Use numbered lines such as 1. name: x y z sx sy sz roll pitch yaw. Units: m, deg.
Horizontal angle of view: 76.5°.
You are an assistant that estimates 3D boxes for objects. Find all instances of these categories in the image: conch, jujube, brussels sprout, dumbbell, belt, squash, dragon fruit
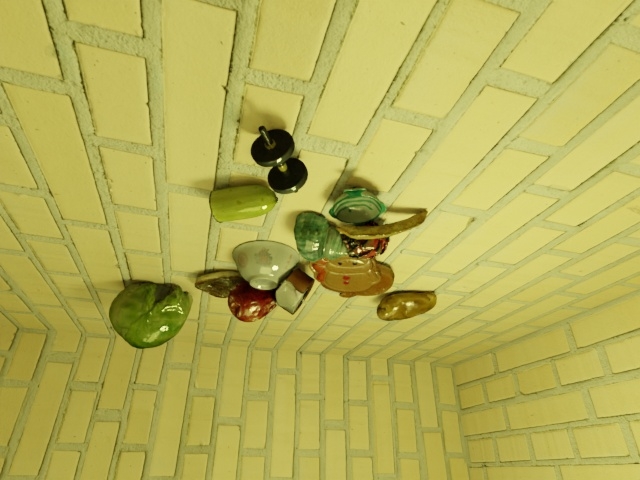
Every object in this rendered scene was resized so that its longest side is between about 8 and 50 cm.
1. conch: 0.000 0.000 1.773 0.277 0.195 0.220 30 118 0
2. jujube: -0.342 0.308 2.182 0.223 0.223 0.318 -30 175 41
3. brussels sprout: -0.975 0.442 2.337 0.426 0.360 0.342 2 148 -3
4. dumbbell: -0.132 -0.257 1.338 0.143 0.143 0.325 -8 149 13
5. belt: -0.135 0.265 2.103 0.122 0.217 0.338 34 159 8
6. squash: -0.285 -0.149 1.548 0.247 0.132 0.132 -9 149 12
7. dragon fruit: 0.200 -0.003 1.746 0.189 0.182 0.182 11 148 -15

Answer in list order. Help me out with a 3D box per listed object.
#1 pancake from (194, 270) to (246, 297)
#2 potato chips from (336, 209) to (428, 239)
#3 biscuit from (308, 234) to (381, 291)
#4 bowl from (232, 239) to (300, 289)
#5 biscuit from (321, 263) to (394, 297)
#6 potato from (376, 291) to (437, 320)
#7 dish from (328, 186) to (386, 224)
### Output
1. pancake: -0.535 0.260 2.317 0.356 0.065 0.356 1 151 0
2. potato chips: 0.255 -0.051 1.647 0.407 0.080 0.057 -10 178 -16
3. biscuit: 0.121 0.122 1.985 0.359 0.074 0.381 2 138 6
4. bowl: -0.276 0.149 2.029 0.346 0.157 0.345 0 150 0
5. biscuit: 0.191 0.207 2.196 0.395 0.070 0.350 14 143 -16
6. potato: 0.518 0.391 2.457 0.369 0.176 0.195 -12 109 6
7. dish: 0.140 -0.154 1.577 0.224 0.078 0.246 -4 150 7
